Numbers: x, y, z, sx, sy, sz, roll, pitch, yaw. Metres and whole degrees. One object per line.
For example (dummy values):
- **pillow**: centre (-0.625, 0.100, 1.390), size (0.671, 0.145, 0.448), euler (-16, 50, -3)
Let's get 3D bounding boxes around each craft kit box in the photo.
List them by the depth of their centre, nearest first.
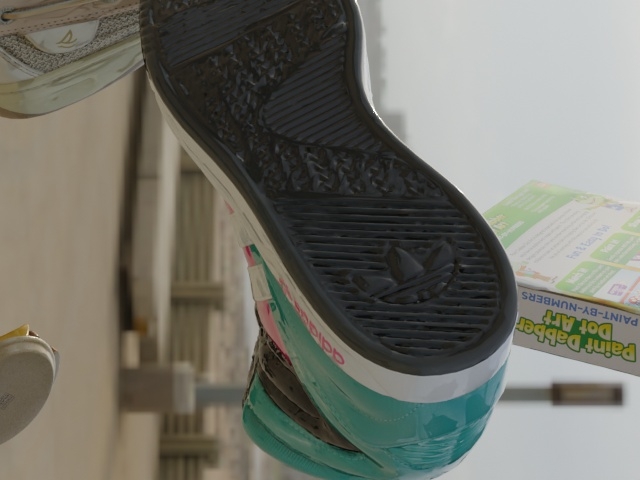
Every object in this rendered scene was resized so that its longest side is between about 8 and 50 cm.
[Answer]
- **craft kit box**: centre (0.232, 0.028, 1.278), size (0.250, 0.246, 0.061), euler (-30, 132, -57)

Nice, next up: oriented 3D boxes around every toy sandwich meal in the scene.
- **toy sandwich meal**: centre (-0.180, 0.079, 0.905), size (0.029, 0.085, 0.086), euler (38, -33, 31)

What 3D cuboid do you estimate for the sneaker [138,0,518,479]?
- **sneaker**: centre (0.000, 0.000, 0.777), size (0.178, 0.123, 0.295), euler (90, -22, -48)

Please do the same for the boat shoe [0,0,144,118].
- **boat shoe**: centre (-0.081, -0.199, 1.019), size (0.122, 0.341, 0.110), euler (51, -12, 31)
